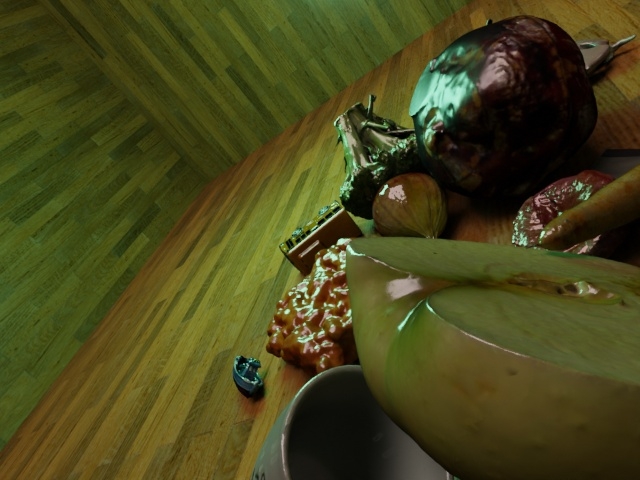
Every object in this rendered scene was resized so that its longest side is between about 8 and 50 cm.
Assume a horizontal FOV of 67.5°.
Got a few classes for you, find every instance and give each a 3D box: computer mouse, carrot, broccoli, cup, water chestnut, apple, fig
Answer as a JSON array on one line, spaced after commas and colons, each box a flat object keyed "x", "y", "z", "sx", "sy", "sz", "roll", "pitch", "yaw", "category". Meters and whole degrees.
[{"x": 0.525, "y": -0.400, "z": 1.143, "sx": 0.389, "sy": 0.115, "sz": 0.199, "roll": -22, "pitch": 31, "yaw": 39, "category": "computer mouse"}, {"x": 0.383, "y": -0.048, "z": 0.621, "sx": 0.298, "sy": 0.078, "sz": 0.078, "roll": -25, "pitch": 21, "yaw": -9, "category": "carrot"}, {"x": 0.152, "y": -0.199, "z": 1.145, "sx": 0.304, "sy": 0.283, "sz": 0.321, "roll": -37, "pitch": 2, "yaw": 12, "category": "broccoli"}, {"x": 0.029, "y": 0.306, "z": 0.530, "sx": 0.186, "sy": 0.258, "sz": 0.234, "roll": -15, "pitch": -32, "yaw": -36, "category": "cup"}, {"x": 0.364, "y": -0.240, "z": 0.902, "sx": 0.347, "sy": 0.335, "sz": 0.335, "roll": 1, "pitch": 12, "yaw": -20, "category": "water chestnut"}, {"x": 0.222, "y": 0.079, "z": 0.461, "sx": 0.311, "sy": 0.360, "sz": 0.320, "roll": 120, "pitch": 149, "yaw": -54, "category": "apple"}, {"x": 0.212, "y": -0.034, "z": 0.974, "sx": 0.160, "sy": 0.231, "sz": 0.143, "roll": -53, "pitch": -26, "yaw": 19, "category": "fig"}]

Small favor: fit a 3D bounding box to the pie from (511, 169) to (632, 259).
[{"x": 0.378, "y": -0.027, "z": 0.732, "sx": 0.182, "sy": 0.049, "sz": 0.182, "roll": -41, "pitch": 29, "yaw": 29, "category": "pie"}]

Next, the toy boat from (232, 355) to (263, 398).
[{"x": -0.151, "y": 0.280, "z": 1.011, "sx": 0.061, "sy": 0.060, "sz": 0.137, "roll": -62, "pitch": 19, "yaw": 4, "category": "toy boat"}]

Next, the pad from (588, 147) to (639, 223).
[{"x": 0.501, "y": -0.087, "z": 0.720, "sx": 0.174, "sy": 0.022, "sz": 0.233, "roll": -47, "pitch": 24, "yaw": -18, "category": "pad"}]

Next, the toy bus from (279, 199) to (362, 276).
[{"x": 0.000, "y": 0.000, "z": 1.248, "sx": 0.201, "sy": 0.098, "sz": 0.114, "roll": -39, "pitch": 22, "yaw": 0, "category": "toy bus"}]

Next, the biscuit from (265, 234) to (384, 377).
[{"x": 0.029, "y": 0.121, "z": 0.961, "sx": 0.312, "sy": 0.110, "sz": 0.318, "roll": -50, "pitch": 24, "yaw": -19, "category": "biscuit"}]
